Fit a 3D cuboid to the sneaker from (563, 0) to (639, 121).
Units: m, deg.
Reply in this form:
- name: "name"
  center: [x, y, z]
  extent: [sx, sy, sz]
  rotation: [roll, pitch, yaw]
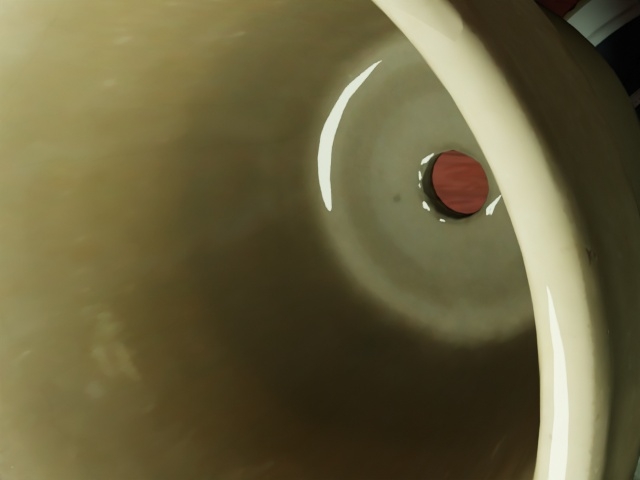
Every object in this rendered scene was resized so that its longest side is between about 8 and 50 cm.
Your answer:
- name: "sneaker"
  center: [0.214, -0.084, 0.577]
  extent: [0.099, 0.153, 0.282]
  rotation: [31, 126, -33]

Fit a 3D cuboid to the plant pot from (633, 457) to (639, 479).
- name: "plant pot"
  center: [0.216, 0.036, 0.870]
  extent: [0.187, 0.167, 0.188]
  rotation: [-38, 157, 30]

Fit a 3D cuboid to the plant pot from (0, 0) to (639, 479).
- name: "plant pot"
  center: [0.000, 0.000, 0.492]
  extent: [0.263, 0.263, 0.229]
  rotation: [-40, 174, 32]
